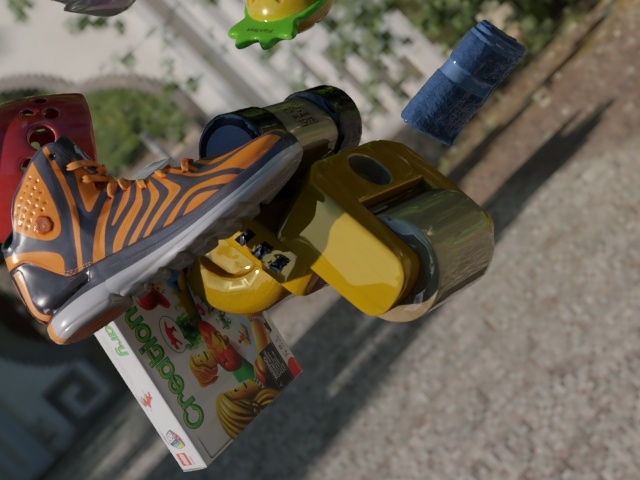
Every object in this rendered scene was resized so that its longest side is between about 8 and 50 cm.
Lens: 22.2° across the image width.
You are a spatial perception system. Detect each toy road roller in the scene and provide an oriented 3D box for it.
[{"bbox_3d":[0.000,0.000,1.783,0.202,0.329,0.240,-25,-32,-54],"label":"toy road roller"}]

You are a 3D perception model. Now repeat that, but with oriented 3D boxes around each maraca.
[{"bbox_3d":[-0.045,-0.307,2.093,0.127,0.099,0.185,4,48,38],"label":"maraca"}]

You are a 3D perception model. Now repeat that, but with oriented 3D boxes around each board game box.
[{"bbox_3d":[-0.164,0.083,1.854,0.053,0.305,0.193,-16,21,46],"label":"board game box"}]

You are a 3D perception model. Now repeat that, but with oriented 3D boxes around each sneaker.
[{"bbox_3d":[-0.185,-0.053,1.633,0.321,0.180,0.124,-35,-8,-1],"label":"sneaker"}]

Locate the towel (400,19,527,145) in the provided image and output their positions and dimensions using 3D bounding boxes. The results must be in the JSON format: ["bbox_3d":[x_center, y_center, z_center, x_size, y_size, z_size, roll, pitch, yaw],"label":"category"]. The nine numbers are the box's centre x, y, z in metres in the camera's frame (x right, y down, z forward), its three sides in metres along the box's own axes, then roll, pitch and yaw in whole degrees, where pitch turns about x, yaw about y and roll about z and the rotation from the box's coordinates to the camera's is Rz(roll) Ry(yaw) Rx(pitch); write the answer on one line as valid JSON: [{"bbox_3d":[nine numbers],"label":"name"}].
[{"bbox_3d":[0.130,-0.142,1.475,0.067,0.029,0.119,21,-63,-46],"label":"towel"}]

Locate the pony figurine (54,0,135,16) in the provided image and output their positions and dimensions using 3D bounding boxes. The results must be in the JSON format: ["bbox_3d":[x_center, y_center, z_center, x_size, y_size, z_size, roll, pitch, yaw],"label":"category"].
[{"bbox_3d":[-0.218,-0.457,2.426,0.351,0.364,0.302,14,-94,-58],"label":"pony figurine"}]

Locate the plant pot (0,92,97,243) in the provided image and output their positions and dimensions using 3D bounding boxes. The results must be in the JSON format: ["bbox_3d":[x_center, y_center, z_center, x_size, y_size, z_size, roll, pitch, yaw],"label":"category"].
[{"bbox_3d":[-0.364,-0.080,1.972,0.174,0.191,0.191,-5,-7,-17],"label":"plant pot"}]
